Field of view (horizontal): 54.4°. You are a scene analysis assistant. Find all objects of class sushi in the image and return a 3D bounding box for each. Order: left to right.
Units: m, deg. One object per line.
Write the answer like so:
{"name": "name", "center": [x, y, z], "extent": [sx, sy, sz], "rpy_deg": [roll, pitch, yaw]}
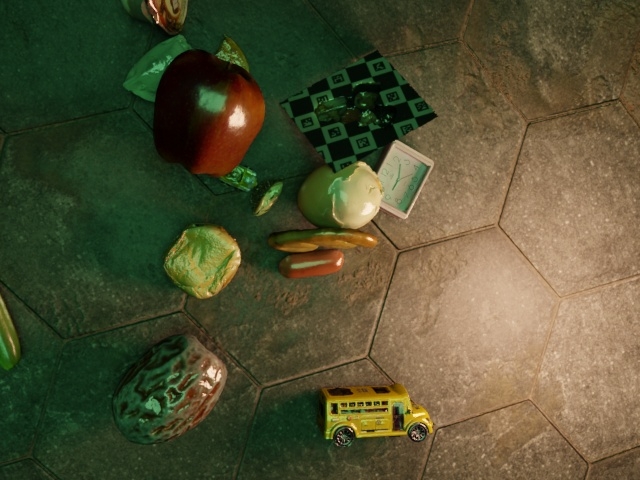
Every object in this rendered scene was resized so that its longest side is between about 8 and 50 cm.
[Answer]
{"name": "sushi", "center": [0.108, -0.348, 1.753], "extent": [0.339, 0.069, 0.320], "rpy_deg": [-31, 59, -9]}

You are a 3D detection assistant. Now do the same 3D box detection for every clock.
{"name": "clock", "center": [0.228, -0.178, 1.841], "extent": [0.150, 0.063, 0.197], "rpy_deg": [28, 88, -11]}

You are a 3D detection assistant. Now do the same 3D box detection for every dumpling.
{"name": "dumpling", "center": [-0.417, -0.444, 1.668], "extent": [0.216, 0.105, 0.149], "rpy_deg": [-37, 94, -10]}

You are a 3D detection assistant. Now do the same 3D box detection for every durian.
{"name": "durian", "center": [-0.161, -0.130, 1.788], "extent": [0.130, 0.052, 0.066], "rpy_deg": [-51, 140, -1]}

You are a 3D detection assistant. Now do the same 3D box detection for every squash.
{"name": "squash", "center": [-0.867, 0.202, 1.644], "extent": [0.082, 0.082, 0.293], "rpy_deg": [-21, 100, -9]}

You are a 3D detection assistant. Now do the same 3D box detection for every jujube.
{"name": "jujube", "center": [-0.414, 0.400, 1.668], "extent": [0.308, 0.246, 0.215], "rpy_deg": [-50, 145, -15]}

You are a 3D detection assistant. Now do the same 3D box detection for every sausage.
{"name": "sausage", "center": [-0.026, 0.068, 1.806], "extent": [0.194, 0.077, 0.077], "rpy_deg": [-8, 96, -12]}

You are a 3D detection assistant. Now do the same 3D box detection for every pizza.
{"name": "pizza", "center": [-0.261, -0.475, 1.732], "extent": [0.131, 0.041, 0.178], "rpy_deg": [-32, 100, -10]}

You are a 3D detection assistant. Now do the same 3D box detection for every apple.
{"name": "apple", "center": [-0.291, -0.330, 1.606], "extent": [0.288, 0.288, 0.317], "rpy_deg": [21, 115, -12]}

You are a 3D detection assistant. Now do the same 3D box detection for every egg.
{"name": "egg", "center": [0.046, -0.122, 1.733], "extent": [0.201, 0.244, 0.201], "rpy_deg": [13, 73, -53]}

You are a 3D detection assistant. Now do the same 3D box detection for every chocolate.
{"name": "chocolate", "center": [-0.448, -0.635, 1.623], "extent": [0.147, 0.221, 0.221], "rpy_deg": [4, 94, 9]}

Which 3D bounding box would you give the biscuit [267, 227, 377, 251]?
{"name": "biscuit", "center": [0.000, -0.001, 1.719], "extent": [0.299, 0.154, 0.045], "rpy_deg": [-4, 76, 17]}

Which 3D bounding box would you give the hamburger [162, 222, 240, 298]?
{"name": "hamburger", "center": [-0.323, 0.053, 1.727], "extent": [0.213, 0.108, 0.214], "rpy_deg": [-1, 93, -11]}

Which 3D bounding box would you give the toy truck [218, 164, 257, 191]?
{"name": "toy truck", "center": [-0.227, -0.180, 1.743], "extent": [0.111, 0.077, 0.076], "rpy_deg": [23, 90, -12]}

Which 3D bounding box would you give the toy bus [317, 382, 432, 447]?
{"name": "toy bus", "center": [0.162, 0.508, 1.840], "extent": [0.331, 0.145, 0.151], "rpy_deg": [0, 93, -10]}
